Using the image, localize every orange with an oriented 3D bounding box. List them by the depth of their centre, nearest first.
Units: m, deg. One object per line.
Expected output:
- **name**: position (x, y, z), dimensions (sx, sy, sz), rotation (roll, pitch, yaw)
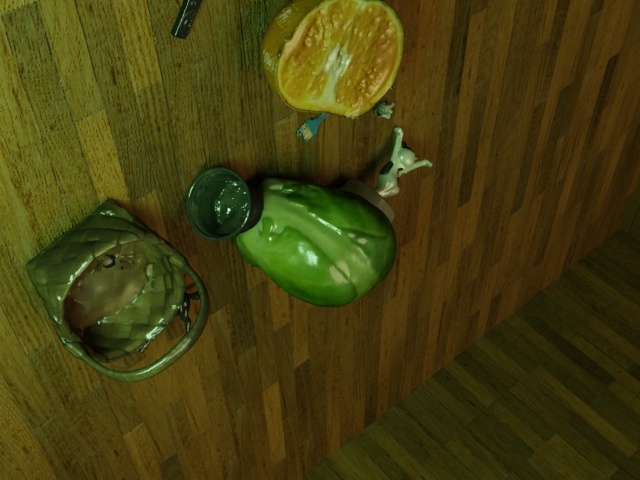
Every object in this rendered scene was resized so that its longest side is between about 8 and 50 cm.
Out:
- **orange**: position (0.032, -0.374, 1.684), dimensions (0.310, 0.274, 0.274), rotation (10, 123, -15)

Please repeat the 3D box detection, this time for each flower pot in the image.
- **flower pot**: position (-0.197, -0.075, 1.828), dimensions (0.157, 0.157, 0.107), rotation (-55, 159, 12)

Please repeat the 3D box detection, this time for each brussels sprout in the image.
- **brussels sprout**: position (0.000, 0.000, 1.963), dimensions (0.371, 0.315, 0.276), rotation (23, 101, -27)

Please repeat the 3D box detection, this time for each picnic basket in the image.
- **picnic basket**: position (-0.372, 0.135, 1.670), dimensions (0.293, 0.337, 0.337), rotation (-42, 148, -13)

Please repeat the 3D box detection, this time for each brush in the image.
- **brush**: position (0.009, -0.292, 1.966), dimensions (0.164, 0.014, 0.051), rotation (-45, 150, -8)

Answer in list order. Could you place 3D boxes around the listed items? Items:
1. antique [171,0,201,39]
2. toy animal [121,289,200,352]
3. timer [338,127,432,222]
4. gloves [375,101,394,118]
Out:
- **antique**: position (-0.218, -0.450, 1.506), dimensions (0.031, 0.015, 0.192), rotation (-2, 126, -51)
- **toy animal**: position (-0.362, 0.168, 1.945), dimensions (0.232, 0.084, 0.148), rotation (-10, 131, -41)
- **timer**: position (0.169, -0.150, 2.196), dimensions (0.266, 0.175, 0.175), rotation (-50, 150, -13)
- **gloves**: position (0.159, -0.325, 2.092), dimensions (0.044, 0.037, 0.081), rotation (-32, 167, 25)
